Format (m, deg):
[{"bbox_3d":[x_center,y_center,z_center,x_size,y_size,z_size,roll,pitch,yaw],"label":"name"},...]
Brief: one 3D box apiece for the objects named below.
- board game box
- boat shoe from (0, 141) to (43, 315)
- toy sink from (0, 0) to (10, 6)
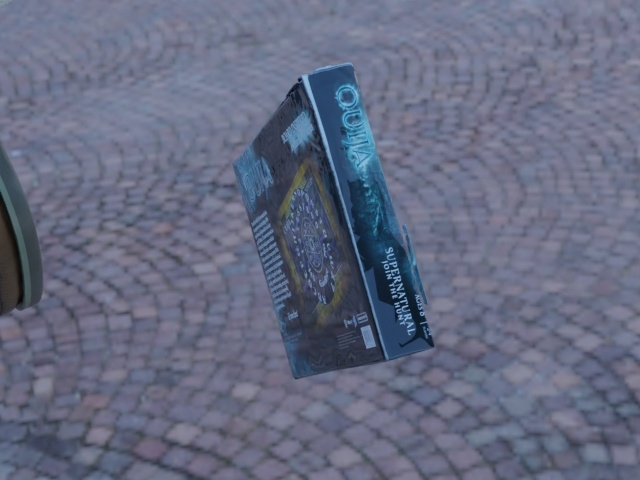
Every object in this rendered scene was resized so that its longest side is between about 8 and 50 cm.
[{"bbox_3d":[0.000,0.000,0.634,0.026,0.126,0.186,-15,-4,-15],"label":"board game box"},{"bbox_3d":[-0.252,-0.059,0.795,0.104,0.307,0.111,-31,48,-23],"label":"boat shoe"},{"bbox_3d":[-0.324,-0.246,1.041,0.234,0.152,0.131,34,61,31],"label":"toy sink"}]
